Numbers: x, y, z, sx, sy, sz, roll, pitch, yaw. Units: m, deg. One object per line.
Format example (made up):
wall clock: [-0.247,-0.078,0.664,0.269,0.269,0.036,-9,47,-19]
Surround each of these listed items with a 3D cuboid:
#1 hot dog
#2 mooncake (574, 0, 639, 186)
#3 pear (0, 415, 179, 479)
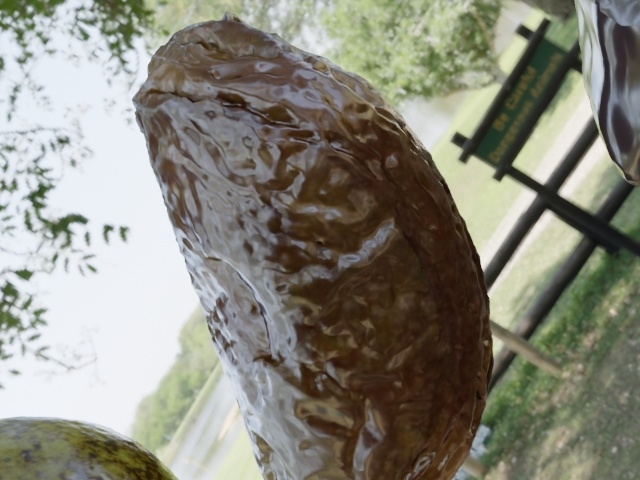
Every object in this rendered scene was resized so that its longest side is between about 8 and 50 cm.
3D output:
hot dog: [-0.004,0.022,0.641,0.174,0.388,0.267,-23,19,-19]
mooncake: [0.298,-0.122,0.385,0.350,0.381,0.212,-32,21,25]
pear: [-0.144,0.176,0.414,0.197,0.197,0.197,-58,3,5]
